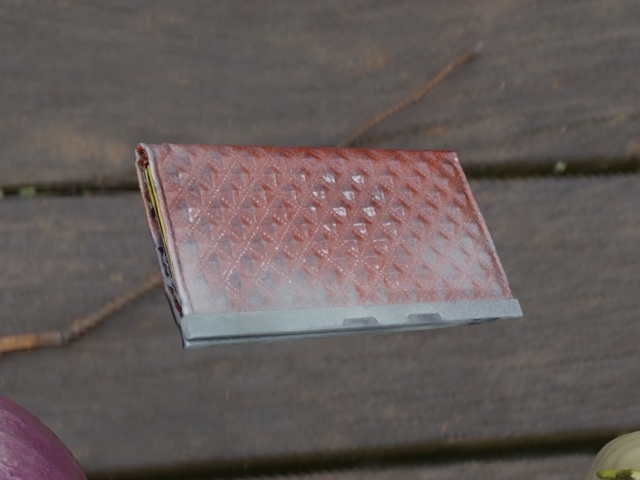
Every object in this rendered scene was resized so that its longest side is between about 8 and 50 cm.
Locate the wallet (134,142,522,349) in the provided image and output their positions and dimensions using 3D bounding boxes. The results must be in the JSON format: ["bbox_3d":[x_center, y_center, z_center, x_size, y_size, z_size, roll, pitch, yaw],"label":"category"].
[{"bbox_3d":[0.005,-0.001,0.873,0.197,0.020,0.103,-2,65,-36],"label":"wallet"}]

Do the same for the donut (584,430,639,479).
[{"bbox_3d":[0.234,0.222,0.868,0.150,0.371,0.307,-25,84,1],"label":"donut"}]

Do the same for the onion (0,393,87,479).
[{"bbox_3d":[-0.223,0.242,1.027,0.345,0.358,0.358,-17,72,-18],"label":"onion"}]
